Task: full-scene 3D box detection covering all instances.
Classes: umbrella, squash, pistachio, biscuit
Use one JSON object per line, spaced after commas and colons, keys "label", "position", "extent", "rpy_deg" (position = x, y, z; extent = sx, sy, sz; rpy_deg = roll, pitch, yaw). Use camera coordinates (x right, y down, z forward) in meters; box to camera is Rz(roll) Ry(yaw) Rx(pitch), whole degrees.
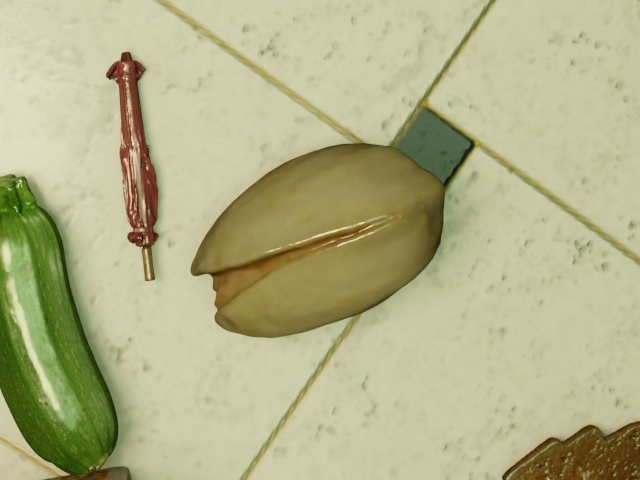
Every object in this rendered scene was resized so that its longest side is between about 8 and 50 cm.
{"label": "umbrella", "position": [-0.133, -0.053, 0.948], "extent": [0.027, 0.025, 0.165], "rpy_deg": [-4, 93, 11]}
{"label": "squash", "position": [-0.199, 0.061, 0.922], "extent": [0.077, 0.068, 0.219], "rpy_deg": [-13, 95, 38]}
{"label": "pistachio", "position": [0.000, 0.000, 0.922], "extent": [0.185, 0.124, 0.124], "rpy_deg": [-29, 98, -2]}
{"label": "biscuit", "position": [0.203, 0.190, 1.018], "extent": [0.130, 0.019, 0.119], "rpy_deg": [12, 93, -9]}

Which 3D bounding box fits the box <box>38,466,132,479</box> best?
{"label": "box", "position": [-0.248, 0.225, 0.857], "extent": [0.274, 0.221, 0.091], "rpy_deg": [-9, 90, -9]}
